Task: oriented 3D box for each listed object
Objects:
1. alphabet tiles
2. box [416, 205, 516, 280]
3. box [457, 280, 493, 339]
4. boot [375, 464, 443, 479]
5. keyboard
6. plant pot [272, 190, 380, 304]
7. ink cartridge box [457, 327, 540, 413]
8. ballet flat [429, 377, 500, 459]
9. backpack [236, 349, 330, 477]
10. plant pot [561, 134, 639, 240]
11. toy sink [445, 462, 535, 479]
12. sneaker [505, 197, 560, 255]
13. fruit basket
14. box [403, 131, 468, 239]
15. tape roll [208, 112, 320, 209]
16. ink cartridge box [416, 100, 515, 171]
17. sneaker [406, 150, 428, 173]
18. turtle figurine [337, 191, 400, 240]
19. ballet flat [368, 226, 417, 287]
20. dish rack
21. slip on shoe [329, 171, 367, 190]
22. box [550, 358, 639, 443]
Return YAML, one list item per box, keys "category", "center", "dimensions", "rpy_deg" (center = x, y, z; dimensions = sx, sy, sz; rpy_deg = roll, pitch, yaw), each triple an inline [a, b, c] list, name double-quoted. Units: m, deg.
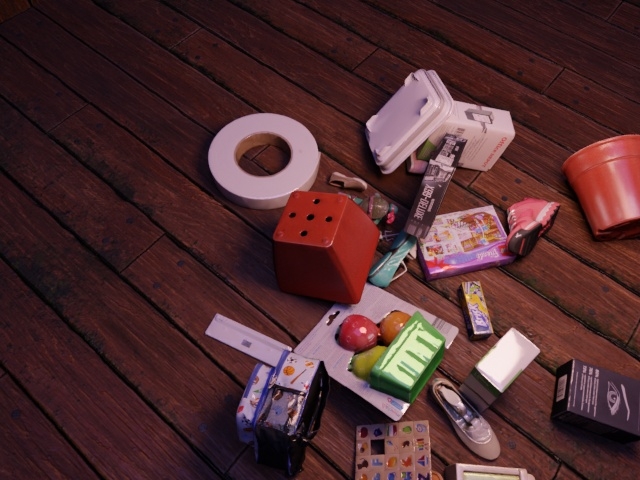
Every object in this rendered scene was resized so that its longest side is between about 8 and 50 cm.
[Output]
- category: "alphabet tiles"
  center: [0.179, 0.574, 1.236]
  dimensions: [0.198, 0.009, 0.237]
  rpy_deg: [-13, 48, 21]
- category: "box"
  center: [0.454, 0.006, 1.609]
  dimensions: [0.293, 0.057, 0.201]
  rpy_deg: [-10, 60, -7]
- category: "box"
  center: [0.465, 0.211, 1.494]
  dimensions: [0.059, 0.054, 0.169]
  rpy_deg: [-4, 60, -4]
- category: "boot"
  center: [0.227, 0.614, 1.226]
  dimensions: [0.152, 0.073, 0.197]
  rpy_deg: [-25, 30, -6]
- category: "keyboard"
  center: [-0.213, 0.295, 1.458]
  dimensions: [0.256, 0.014, 0.072]
  rpy_deg: [22, 67, 12]
- category: "plant pot"
  center: [0.000, 0.000, 1.464]
  dimensions: [0.267, 0.236, 0.267]
  rpy_deg: [7, 59, 23]
- category: "ink cartridge box"
  center: [0.467, 0.352, 1.321]
  dimensions: [0.160, 0.219, 0.092]
  rpy_deg: [-37, 64, -21]
- category: "ballet flat"
  center: [0.387, 0.473, 1.327]
  dimensions: [0.086, 0.086, 0.248]
  rpy_deg: [-35, 67, -19]
- category: "backpack"
  center: [-0.089, 0.420, 1.263]
  dimensions: [0.213, 0.277, 0.263]
  rpy_deg: [23, 49, 10]
- category: "plant pot"
  center: [0.963, -0.155, 1.610]
  dimensions: [0.272, 0.272, 0.265]
  rpy_deg: [-5, 69, -4]
- category: "toy sink"
  center: [0.435, 0.637, 1.206]
  dimensions: [0.234, 0.131, 0.153]
  rpy_deg: [5, 61, 1]
- category: "sneaker"
  center: [0.654, -0.052, 1.609]
  dimensions: [0.136, 0.116, 0.313]
  rpy_deg: [29, 42, 32]
- category: "fruit basket"
  center: [0.158, 0.292, 1.407]
  dimensions: [0.353, 0.165, 0.327]
  rpy_deg: [22, 53, 34]
- category: "box"
  center: [0.360, -0.176, 1.539]
  dimensions: [0.076, 0.243, 0.307]
  rpy_deg: [22, 32, 12]
- category: "tape roll"
  center: [-0.197, -0.286, 1.755]
  dimensions: [0.391, 0.072, 0.392]
  rpy_deg: [1, 60, -1]
- category: "ink cartridge box"
  center: [0.492, -0.361, 1.713]
  dimensions: [0.272, 0.198, 0.115]
  rpy_deg: [8, 57, -9]
- category: "sneaker"
  center: [0.349, -0.290, 1.784]
  dimensions: [0.070, 0.051, 0.134]
  rpy_deg: [12, 53, -10]
- category: "turtle figurine"
  center: [0.168, -0.098, 1.636]
  dimensions: [0.234, 0.118, 0.175]
  rpy_deg: [7, 60, 9]
- category: "ballet flat"
  center: [0.248, 0.051, 1.562]
  dimensions: [0.087, 0.083, 0.247]
  rpy_deg: [43, 76, -11]
- category: "dish rack"
  center: [0.278, -0.417, 1.687]
  dimensions: [0.072, 0.333, 0.286]
  rpy_deg: [24, 36, -32]
- category: "slip on shoe"
  center: [0.094, -0.197, 1.720]
  dimensions: [0.135, 0.051, 0.041]
  rpy_deg: [24, 57, 15]
- category: "box"
  center: [0.754, 0.435, 1.341]
  dimensions: [0.207, 0.108, 0.153]
  rpy_deg: [19, 61, 9]
